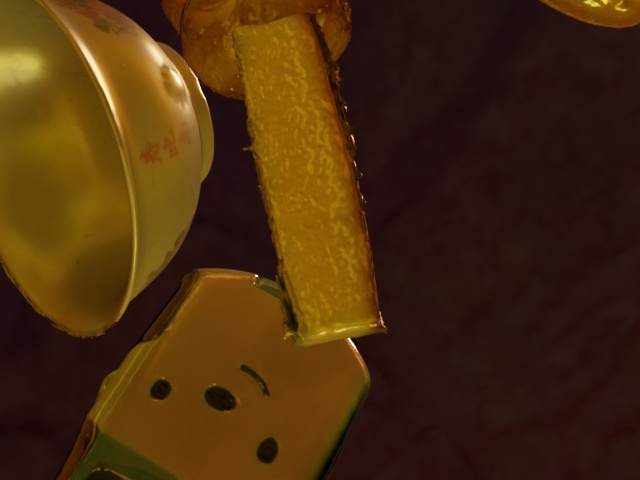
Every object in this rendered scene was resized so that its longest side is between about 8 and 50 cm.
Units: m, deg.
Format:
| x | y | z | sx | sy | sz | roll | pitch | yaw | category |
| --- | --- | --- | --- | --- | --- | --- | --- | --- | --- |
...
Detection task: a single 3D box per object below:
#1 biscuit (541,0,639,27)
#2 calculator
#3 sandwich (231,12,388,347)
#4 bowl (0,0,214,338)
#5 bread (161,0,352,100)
| x | y | z | sx | sy | sz | roll | pitch | yaw | category |
| --- | --- | --- | --- | --- | --- | --- | --- | --- | --- |
| 0.206 | -0.251 | 1.496 | 0.260 | 0.203 | 0.041 | 61 | -160 | -47 | biscuit |
| -0.078 | 0.142 | 1.392 | 0.173 | 0.051 | 0.293 | 31 | -129 | -1 | calculator |
| 0.000 | 0.000 | 1.058 | 0.162 | 0.058 | 0.193 | 78 | -179 | -59 | sandwich |
| -0.200 | -0.096 | 1.818 | 0.345 | 0.157 | 0.345 | 35 | 136 | 43 | bowl |
| -0.040 | -0.199 | 1.235 | 0.344 | 0.124 | 0.084 | -99 | -14 | -54 | bread |
